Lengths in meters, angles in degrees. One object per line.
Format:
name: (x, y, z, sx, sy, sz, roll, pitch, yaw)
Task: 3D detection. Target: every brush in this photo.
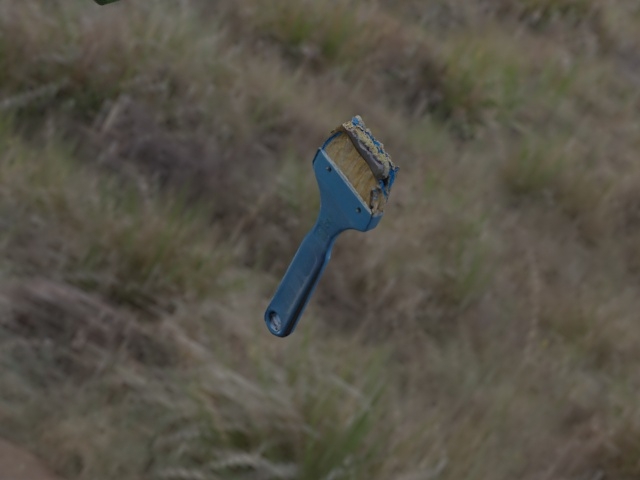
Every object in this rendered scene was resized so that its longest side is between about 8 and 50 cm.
brush: (0.000, 0.000, 0.989, 0.014, 0.164, 0.051, -17, 59, -34)

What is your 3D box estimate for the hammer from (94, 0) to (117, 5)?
hammer: (-0.086, -0.255, 1.273, 0.119, 0.335, 0.206, 26, 57, -26)
